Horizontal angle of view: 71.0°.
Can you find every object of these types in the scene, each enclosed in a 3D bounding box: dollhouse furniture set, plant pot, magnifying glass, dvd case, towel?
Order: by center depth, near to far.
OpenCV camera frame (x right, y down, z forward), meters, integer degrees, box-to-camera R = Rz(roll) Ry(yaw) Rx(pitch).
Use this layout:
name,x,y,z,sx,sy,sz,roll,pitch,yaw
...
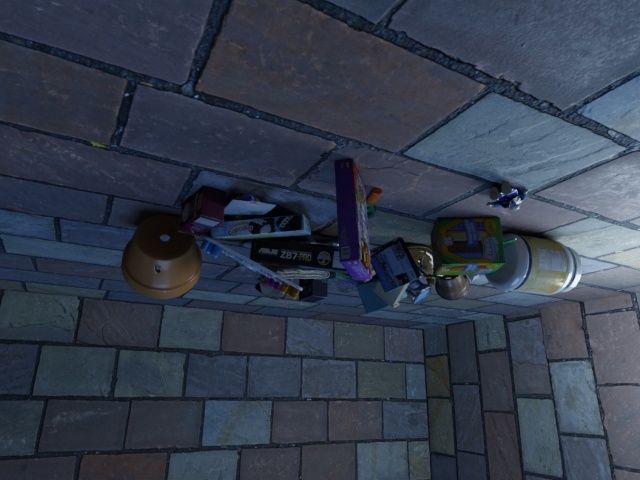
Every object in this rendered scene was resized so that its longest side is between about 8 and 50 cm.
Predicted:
name,x,y,z,sx,sy,sz,roll,pitch,yaw
magnifying glass,0.156,-0.119,1.500,0.092,0.026,0.231,4,163,-10
plant pot,-0.577,0.041,1.648,0.290,0.291,0.204,7,144,-17
dvd case,0.313,0.112,1.924,0.022,0.181,0.253,-19,169,-31
towel,-0.118,0.123,2.033,0.282,0.049,0.187,4,-166,-38
plant pot,0.613,0.174,2.123,0.166,0.167,0.165,-7,145,21
dollhouse furniture set,0.384,0.136,2.133,0.303,0.286,0.198,-14,137,-46
plant pot,0.346,0.261,2.349,0.234,0.166,0.165,-24,175,40

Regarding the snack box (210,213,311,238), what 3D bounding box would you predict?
name,x,y,z,sx,sy,sz,roll,pitch,yaw
snack box,-0.203,-0.042,1.588,0.321,0.060,0.187,-5,176,5

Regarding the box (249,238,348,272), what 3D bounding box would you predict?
name,x,y,z,sx,sy,sz,roll,pitch,yaw
box,-0.080,0.067,1.807,0.394,0.097,0.318,7,175,-10

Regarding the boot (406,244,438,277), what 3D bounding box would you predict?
name,x,y,z,sx,sy,sz,roll,pitch,yaw
boot,0.445,0.091,1.967,0.305,0.115,0.112,15,159,-33

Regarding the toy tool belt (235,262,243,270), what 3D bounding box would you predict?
name,x,y,z,sx,sy,sz,roll,pitch,yaw
toy tool belt,-0.381,0.129,2.210,0.051,0.052,0.083,21,155,-27

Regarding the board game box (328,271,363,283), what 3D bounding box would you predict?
name,x,y,z,sx,sy,sz,roll,pitch,yaw
board game box,0.115,0.232,2.502,0.213,0.046,0.317,-16,155,43

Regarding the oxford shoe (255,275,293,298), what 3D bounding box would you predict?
name,x,y,z,sx,sy,sz,roll,pitch,yaw
oxford shoe,-0.250,0.240,2.408,0.146,0.141,0.397,15,156,-18

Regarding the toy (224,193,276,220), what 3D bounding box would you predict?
name,x,y,z,sx,sy,sz,roll,pitch,yaw
toy,-0.245,-0.116,1.470,0.136,0.056,0.237,5,166,-23

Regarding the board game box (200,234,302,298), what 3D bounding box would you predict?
name,x,y,z,sx,sy,sz,roll,pitch,yaw
board game box,-0.283,0.100,1.723,0.389,0.050,0.390,30,171,-13

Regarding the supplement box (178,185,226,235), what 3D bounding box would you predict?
name,x,y,z,sx,sy,sz,roll,pitch,yaw
supplement box,-0.389,-0.092,1.468,0.080,0.104,0.188,15,156,-35

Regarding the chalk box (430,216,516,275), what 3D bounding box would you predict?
name,x,y,z,sx,sy,sz,roll,pitch,yaw
chalk box,0.570,0.027,1.665,0.288,0.179,0.180,-1,162,5

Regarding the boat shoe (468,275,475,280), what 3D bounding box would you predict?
name,x,y,z,sx,sy,sz,roll,pitch,yaw
boat shoe,0.715,0.107,2.028,0.102,0.108,0.301,-24,165,2

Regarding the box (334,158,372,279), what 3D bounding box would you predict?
name,x,y,z,sx,sy,sz,roll,pitch,yaw
box,0.094,-0.053,1.267,0.057,0.294,0.201,-7,160,13

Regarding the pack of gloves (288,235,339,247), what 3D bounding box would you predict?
name,x,y,z,sx,sy,sz,roll,pitch,yaw
pack of gloves,0.000,0.000,1.810,0.232,0.046,0.195,5,175,-37

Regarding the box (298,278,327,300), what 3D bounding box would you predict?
name,x,y,z,sx,sy,sz,roll,pitch,yaw
box,-0.038,0.228,2.321,0.093,0.159,0.156,11,160,-27

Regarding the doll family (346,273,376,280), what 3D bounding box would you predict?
name,x,y,z,sx,sy,sz,roll,pitch,yaw
doll family,0.191,0.161,2.239,0.192,0.076,0.111,2,-179,-20

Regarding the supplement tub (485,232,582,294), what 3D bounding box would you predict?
name,x,y,z,sx,sy,sz,roll,pitch,yaw
supplement tub,0.844,0.098,1.792,0.315,0.229,0.228,7,160,-19

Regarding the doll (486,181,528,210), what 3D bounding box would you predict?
name,x,y,z,sx,sy,sz,roll,pitch,yaw
doll,0.582,-0.131,1.403,0.129,0.046,0.189,-24,157,33
